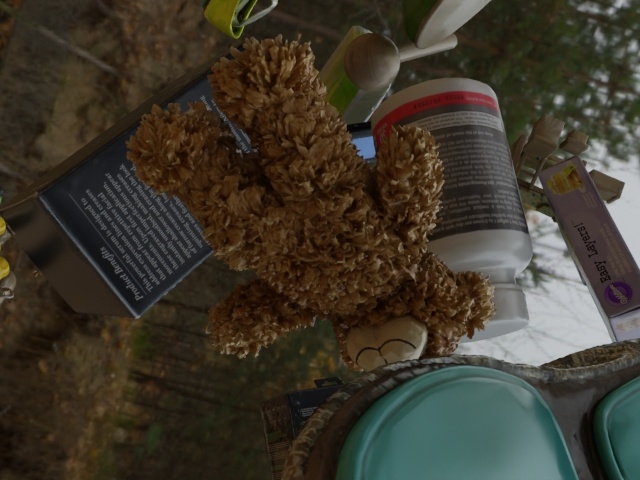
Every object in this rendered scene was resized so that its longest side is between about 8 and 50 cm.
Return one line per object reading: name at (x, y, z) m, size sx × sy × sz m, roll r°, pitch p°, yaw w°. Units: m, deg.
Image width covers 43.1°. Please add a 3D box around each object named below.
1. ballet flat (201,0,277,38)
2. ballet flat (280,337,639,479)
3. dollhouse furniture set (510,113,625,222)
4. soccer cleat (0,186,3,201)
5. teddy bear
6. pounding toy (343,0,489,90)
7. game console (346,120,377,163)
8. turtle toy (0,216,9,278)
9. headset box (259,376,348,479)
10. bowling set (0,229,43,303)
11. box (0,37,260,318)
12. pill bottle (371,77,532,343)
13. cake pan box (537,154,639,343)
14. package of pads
ballet flat at (-0.075, -0.364, 1.106) m, size 0.231 × 0.077 × 0.077 m, roll -40°, pitch 176°, yaw 36°
ballet flat at (0.120, 0.152, 0.497) m, size 0.182 × 0.482 × 0.164 m, roll -30°, pitch -110°, yaw 40°
dollhouse furniture set at (0.379, -0.089, 1.226) m, size 0.161 × 0.181 × 0.101 m, roll 109°, pitch 5°, yaw -79°
soccer cleat at (-0.327, -0.039, 0.735) m, size 0.060 × 0.072 × 0.179 m, roll -63°, pitch -153°, yaw 13°
teddy bear at (0.000, 0.000, 0.652) m, size 0.113 × 0.245 × 0.338 m, roll -108°, pitch 176°, yaw -66°
pounding toy at (0.104, -0.257, 0.719) m, size 0.183 × 0.110 × 0.237 m, roll -38°, pitch 174°, yaw -40°
game console at (0.163, -0.184, 1.541) m, size 0.044 × 0.361 × 0.213 m, roll 57°, pitch -33°, yaw 36°
turtle toy at (-0.377, 0.000, 0.829) m, size 0.095 × 0.066 × 0.130 m, roll -34°, pitch 132°, yaw -57°
headset box at (0.042, 0.377, 1.412) m, size 0.131 × 0.246 × 0.283 m, roll -34°, pitch -116°, yaw 57°
bowling set at (-0.594, 0.033, 1.383) m, size 0.287 × 0.200 × 0.154 m, roll -38°, pitch -164°, yaw -4°
box at (-0.241, -0.089, 1.226) m, size 0.395 × 0.212 × 0.293 m, roll -43°, pitch -161°, yaw -26°
pill bottle at (0.175, -0.034, 1.059) m, size 0.176 × 0.176 × 0.319 m, roll 116°, pitch -33°, yaw -68°
cake pan box at (0.403, 0.047, 1.140) m, size 0.267 × 0.070 × 0.246 m, roll 46°, pitch 25°, yaw -53°
package of pads at (0.030, -0.274, 1.660) m, size 0.296 × 0.101 × 0.229 m, roll -52°, pitch -162°, yaw 27°
